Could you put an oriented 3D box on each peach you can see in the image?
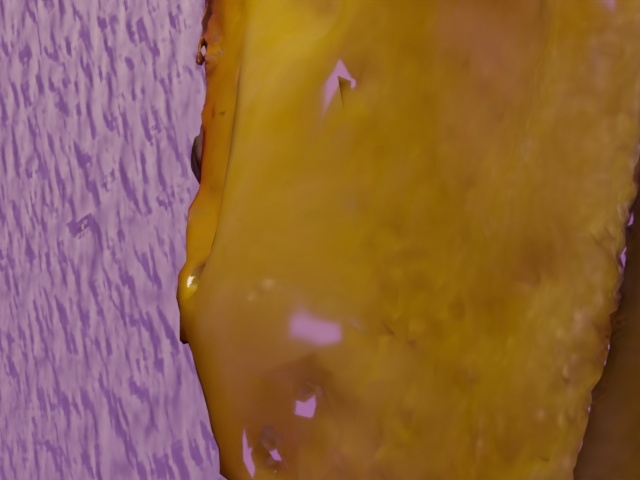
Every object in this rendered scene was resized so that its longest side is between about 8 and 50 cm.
[{"bbox_3d":[0.105,-0.067,0.641,0.306,0.242,0.381,9,96,58],"label":"peach"}]

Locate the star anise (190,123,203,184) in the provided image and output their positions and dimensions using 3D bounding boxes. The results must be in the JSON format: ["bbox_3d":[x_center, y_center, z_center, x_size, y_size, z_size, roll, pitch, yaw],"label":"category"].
[{"bbox_3d":[-0.001,0.000,0.892,0.288,0.088,0.288,13,105,59],"label":"star anise"}]
